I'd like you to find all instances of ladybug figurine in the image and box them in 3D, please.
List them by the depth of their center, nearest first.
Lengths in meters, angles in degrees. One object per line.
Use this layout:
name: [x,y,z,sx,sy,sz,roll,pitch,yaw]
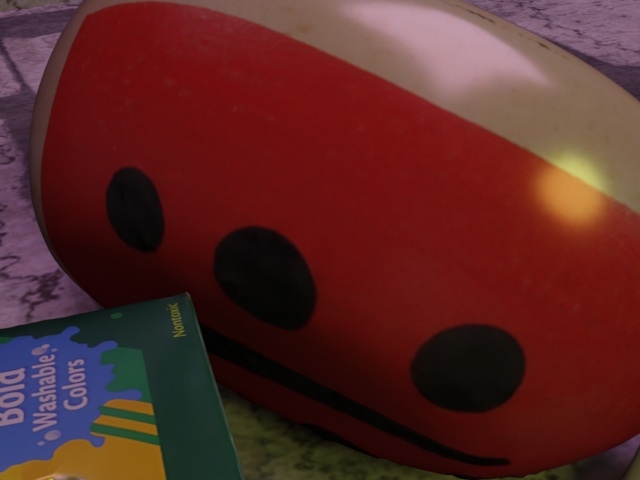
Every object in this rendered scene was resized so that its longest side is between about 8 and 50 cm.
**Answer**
ladybug figurine: [0.000,0.000,0.477,0.449,0.305,0.162,18,59,33]

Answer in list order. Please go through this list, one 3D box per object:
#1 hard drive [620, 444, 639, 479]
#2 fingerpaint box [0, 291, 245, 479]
hard drive: [0.251,0.156,0.418,0.203,0.040,0.307,18,37,30]
fingerpaint box: [-0.172,0.219,0.220,0.371,0.163,0.445,-10,31,-13]
